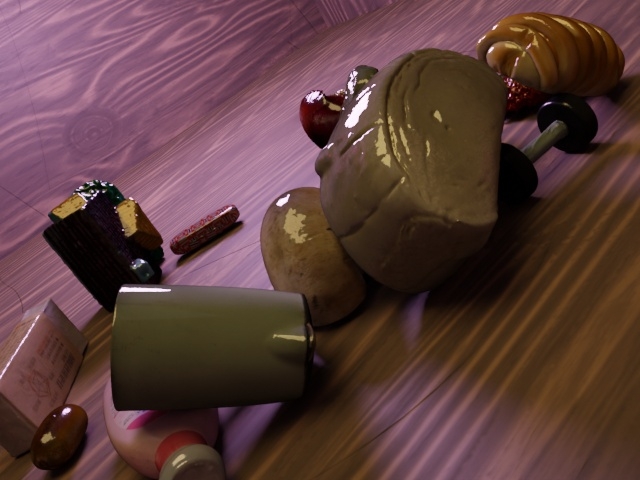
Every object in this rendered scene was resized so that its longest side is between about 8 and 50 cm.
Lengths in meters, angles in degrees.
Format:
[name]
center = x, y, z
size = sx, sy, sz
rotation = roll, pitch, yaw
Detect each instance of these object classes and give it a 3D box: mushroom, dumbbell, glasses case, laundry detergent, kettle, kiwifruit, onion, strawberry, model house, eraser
[mushroom]
center = 0.000, 0.000, 1.033
size = 0.195, 0.189, 0.254
rotation = -28, 27, 12
[dumbbell]
center = 0.349, -0.149, 1.023
size = 0.191, 0.100, 0.100
rotation = -39, 24, -18
[glasses case]
center = -0.289, -0.025, 1.608
size = 0.194, 0.049, 0.073
rotation = -32, 22, -3
[laundry detergent]
center = -0.216, 0.258, 0.899
size = 0.159, 0.088, 0.335
rotation = -28, 23, -19
[kettle]
center = -0.141, 0.143, 0.874
size = 0.255, 0.165, 0.240
rotation = -1, -10, -9
[kiwifruit]
center = -0.430, 0.321, 1.051
size = 0.075, 0.075, 0.124
rotation = -23, 20, 17
[onion]
center = 0.083, -0.261, 1.514
size = 0.271, 0.195, 0.272
rotation = 5, 12, -1
[strawberry]
center = 0.408, -0.312, 1.303
size = 0.145, 0.086, 0.145
rotation = -24, 25, 12
[model house]
center = -0.486, -0.003, 1.506
size = 0.230, 0.281, 0.248
rotation = -45, 21, -27
[eraser]
center = -0.565, 0.255, 1.258
size = 0.078, 0.144, 0.343
rotation = -30, 22, 7

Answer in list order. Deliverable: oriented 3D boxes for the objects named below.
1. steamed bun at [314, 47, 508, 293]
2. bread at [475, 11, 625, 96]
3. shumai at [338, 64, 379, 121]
[steamed bun]
center = 0.128, -0.130, 0.939
size = 0.247, 0.236, 0.384
rotation = 125, 166, -50
[bread]
center = 0.417, -0.330, 1.119
size = 0.311, 0.121, 0.173
rotation = -12, 39, -43
[shumai]
center = 0.163, -0.179, 1.247
size = 0.263, 0.304, 0.309
rotation = 3, 9, -2
